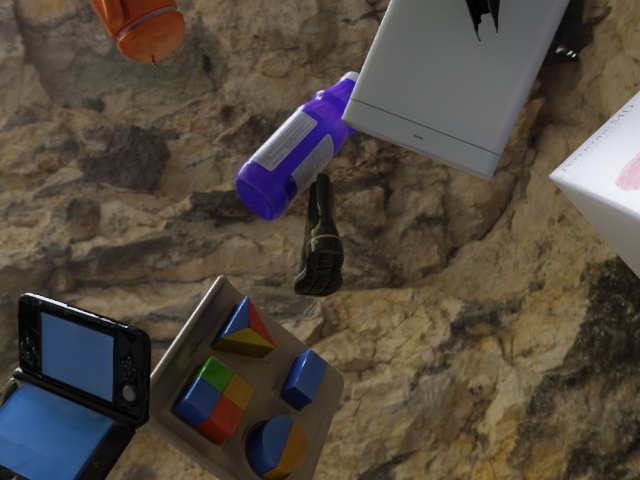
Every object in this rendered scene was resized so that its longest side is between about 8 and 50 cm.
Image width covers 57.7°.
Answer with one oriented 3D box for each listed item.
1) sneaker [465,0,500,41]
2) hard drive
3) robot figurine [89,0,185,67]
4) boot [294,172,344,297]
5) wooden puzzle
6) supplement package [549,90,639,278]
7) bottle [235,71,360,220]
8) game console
[{"bbox_3d":[0.205,-0.352,0.772,0.051,0.170,0.089,-17,-43,29],"label":"sneaker"},{"bbox_3d":[0.205,-0.293,0.835,0.233,0.047,0.353,24,-87,10],"label":"hard drive"},{"bbox_3d":[-0.311,-0.393,0.966,0.219,0.128,0.158,61,-17,-12],"label":"robot figurine"},{"bbox_3d":[0.000,0.000,0.935,0.077,0.137,0.198,4,-29,-12],"label":"boot"},{"bbox_3d":[-0.101,0.258,1.001,0.348,0.322,0.080,44,-53,-14],"label":"wooden puzzle"},{"bbox_3d":[0.348,-0.024,0.440,0.175,0.293,0.177,42,-80,-14],"label":"supplement package"},{"bbox_3d":[-0.019,-0.162,0.950,0.092,0.283,0.118,37,-18,10],"label":"bottle"},{"bbox_3d":[-0.188,0.106,0.404,0.122,0.071,0.107,14,-72,21],"label":"game console"}]
